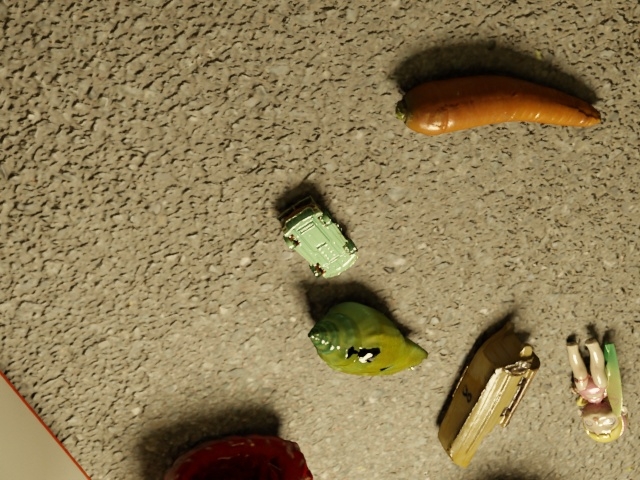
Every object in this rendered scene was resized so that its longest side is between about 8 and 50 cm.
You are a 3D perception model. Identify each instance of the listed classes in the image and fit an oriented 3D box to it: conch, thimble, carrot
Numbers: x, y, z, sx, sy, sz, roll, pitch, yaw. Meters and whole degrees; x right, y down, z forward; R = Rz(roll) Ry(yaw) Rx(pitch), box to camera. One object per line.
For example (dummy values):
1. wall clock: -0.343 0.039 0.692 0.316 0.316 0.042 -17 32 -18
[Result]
1. conch: 0.047 0.124 1.766 0.095 0.079 0.201 -22 146 21
2. thimble: -0.101 0.334 1.813 0.189 0.163 0.125 -13 131 -13
3. carrot: 0.205 -0.150 1.608 0.271 0.062 0.066 -6 98 -24

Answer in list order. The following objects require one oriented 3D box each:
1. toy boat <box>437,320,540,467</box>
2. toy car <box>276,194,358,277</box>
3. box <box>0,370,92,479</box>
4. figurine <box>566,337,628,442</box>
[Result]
1. toy boat: 0.222 0.207 1.911 0.088 0.068 0.226 -1 128 -30
2. toy car: 0.000 0.000 1.660 0.059 0.035 0.122 -34 142 7
3. box: -0.419 0.336 1.544 0.256 0.319 0.349 -15 136 12
4. figurine: 0.377 0.200 1.982 0.083 0.083 0.187 -26 121 -1
